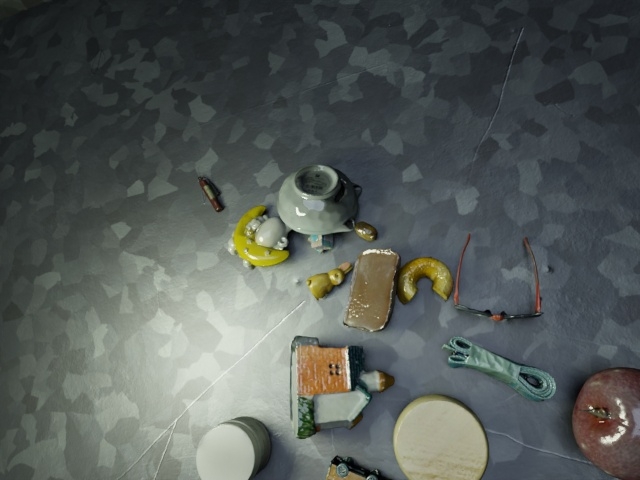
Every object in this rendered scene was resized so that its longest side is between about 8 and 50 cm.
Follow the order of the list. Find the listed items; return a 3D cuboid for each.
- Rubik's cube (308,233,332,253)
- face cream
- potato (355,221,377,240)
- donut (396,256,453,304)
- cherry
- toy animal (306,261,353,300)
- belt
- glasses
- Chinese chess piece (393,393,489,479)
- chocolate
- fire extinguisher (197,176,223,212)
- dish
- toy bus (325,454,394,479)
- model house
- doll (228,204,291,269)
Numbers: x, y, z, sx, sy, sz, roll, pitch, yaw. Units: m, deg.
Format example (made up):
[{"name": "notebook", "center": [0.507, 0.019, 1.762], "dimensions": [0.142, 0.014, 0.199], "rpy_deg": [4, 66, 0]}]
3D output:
[{"name": "Rubik's cube", "center": [-0.001, 0.001, 1.376], "dimensions": [0.073, 0.084, 0.075], "rpy_deg": [-14, 52, 36]}, {"name": "face cream", "center": [-0.247, 0.612, 1.206], "dimensions": [0.177, 0.153, 0.178], "rpy_deg": [-3, 75, 12]}, {"name": "potato", "center": [0.150, -0.031, 1.366], "dimensions": [0.083, 0.040, 0.051], "rpy_deg": [33, 78, 18]}, {"name": "donut", "center": [0.315, 0.117, 1.269], "dimensions": [0.181, 0.078, 0.146], "rpy_deg": [-6, 75, 9]}, {"name": "cherry", "center": [0.761, 0.444, 1.000], "dimensions": [0.307, 0.221, 0.262], "rpy_deg": [19, 87, 4]}, {"name": "toy animal", "center": [0.035, 0.119, 1.329], "dimensions": [0.159, 0.083, 0.070], "rpy_deg": [-27, 46, -4]}, {"name": "belt", "center": [0.488, 0.357, 1.159], "dimensions": [0.302, 0.072, 0.088], "rpy_deg": [20, 77, 17]}, {"name": "glasses", "center": [0.512, 0.099, 1.208], "dimensions": [0.233, 0.118, 0.269], "rpy_deg": [3, 75, 15]}, {"name": "Chinese chess piece", "center": [0.323, 0.549, 1.127], "dimensions": [0.250, 0.097, 0.251], "rpy_deg": [-3, 74, 11]}, {"name": "chocolate", "center": [0.173, 0.155, 1.281], "dimensions": [0.160, 0.083, 0.262], "rpy_deg": [8, 78, 39]}, {"name": "fire extinguisher", "center": [-0.405, -0.181, 1.539], "dimensions": [0.048, 0.035, 0.173], "rpy_deg": [-36, 73, 4]}, {"name": "dish", "center": [-0.008, -0.157, 1.350], "dimensions": [0.302, 0.120, 0.303], "rpy_deg": [-1, 53, 2]}, {"name": "toy bus", "center": [0.107, 0.677, 1.140], "dimensions": [0.181, 0.091, 0.103], "rpy_deg": [14, 79, 18]}, {"name": "model house", "center": [0.059, 0.418, 1.206], "dimensions": [0.300, 0.190, 0.272], "rpy_deg": [-1, 69, -4]}, {"name": "doll", "center": [-0.181, -0.012, 1.396], "dimensions": [0.237, 0.111, 0.252], "rpy_deg": [25, 67, 29]}]
